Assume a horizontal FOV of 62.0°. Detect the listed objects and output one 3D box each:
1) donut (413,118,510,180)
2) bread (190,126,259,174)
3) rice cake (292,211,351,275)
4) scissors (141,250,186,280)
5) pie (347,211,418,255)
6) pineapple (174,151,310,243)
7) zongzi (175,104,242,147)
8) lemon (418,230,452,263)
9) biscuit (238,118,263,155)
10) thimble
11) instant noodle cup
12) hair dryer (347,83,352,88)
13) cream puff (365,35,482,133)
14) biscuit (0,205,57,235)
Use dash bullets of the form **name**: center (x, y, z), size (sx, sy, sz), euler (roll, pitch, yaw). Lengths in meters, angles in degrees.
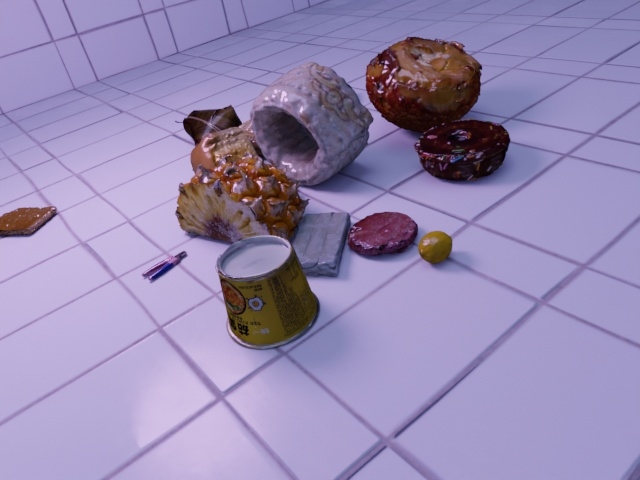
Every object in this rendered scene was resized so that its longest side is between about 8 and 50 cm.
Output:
- **donut**: center (0.353, -0.226, 1.335), size (0.235, 0.089, 0.235), euler (-9, 34, 6)
- **bread**: center (-0.282, -0.253, 1.529), size (0.174, 0.133, 0.251), euler (-26, 41, -20)
- **rice cake**: center (0.000, 0.000, 1.159), size (0.124, 0.038, 0.211), euler (0, 35, 19)
- **scissors**: center (-0.352, 0.055, 1.216), size (0.039, 0.012, 0.113), euler (21, 45, 40)
- **pie**: center (0.132, -0.015, 1.139), size (0.155, 0.036, 0.154), euler (-9, 33, 6)
- **pineapple**: center (-0.172, -0.146, 1.281), size (0.344, 0.209, 0.286), euler (10, 39, 33)
- **zongzi**: center (-0.415, -0.341, 1.768), size (0.248, 0.111, 0.241), euler (6, 49, 37)
- **lemon**: center (0.227, 0.012, 1.044), size (0.083, 0.062, 0.062), euler (-24, 35, -25)
- **biscuit**: center (-0.151, -0.344, 1.690), size (0.259, 0.079, 0.259), euler (-8, 33, 5)
- **thimble**: center (-0.023, -0.293, 1.389), size (0.292, 0.291, 0.195), euler (20, 51, 40)
- **instant noodle cup**: center (-0.103, 0.082, 0.972), size (0.182, 0.144, 0.182), euler (-9, 33, 6)
- **hair dryer**: center (0.021, -0.497, 1.903), size (0.198, 0.057, 0.100), euler (-14, 32, 14)
- **cream puff**: center (0.289, -0.439, 1.551), size (0.351, 0.228, 0.350), euler (6, 47, -7)
- **biscuit**: center (-0.899, -0.055, 1.554), size (0.237, 0.026, 0.131), euler (-1, 33, 18)
